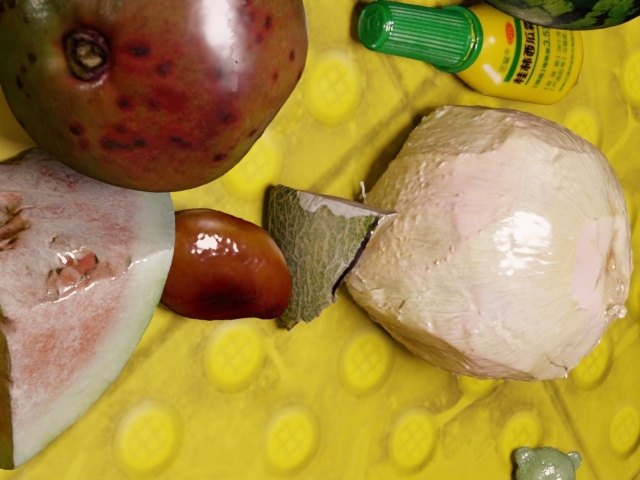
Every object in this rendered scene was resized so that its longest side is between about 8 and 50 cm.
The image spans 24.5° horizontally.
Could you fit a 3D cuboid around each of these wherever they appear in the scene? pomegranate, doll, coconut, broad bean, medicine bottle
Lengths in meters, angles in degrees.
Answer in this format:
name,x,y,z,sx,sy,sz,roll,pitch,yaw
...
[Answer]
name,x,y,z,sx,sy,sz,roll,pitch,yaw
pomegranate,-0.145,-0.209,1.280,0.291,0.290,0.323,54,25,-32
doll,0.273,0.326,1.811,0.115,0.077,0.150,4,107,-29
coconut,0.196,0.006,1.569,0.297,0.254,0.297,-9,104,-37
broad bean,-0.103,0.026,1.441,0.165,0.084,0.114,9,102,-36
medicine bottle,0.168,-0.217,1.622,0.309,0.076,0.111,3,95,-38

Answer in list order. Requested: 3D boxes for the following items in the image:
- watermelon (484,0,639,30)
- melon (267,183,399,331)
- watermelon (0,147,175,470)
name,x,y,z,sx,sy,sz,roll,pitch,yaw
watermelon,0.259,-0.363,1.537,0.285,0.285,0.285,-8,103,-38
melon,-0.005,-0.002,1.507,0.139,0.202,0.093,49,38,13
watermelon,-0.250,0.039,1.308,0.310,0.193,0.232,-50,145,-5
